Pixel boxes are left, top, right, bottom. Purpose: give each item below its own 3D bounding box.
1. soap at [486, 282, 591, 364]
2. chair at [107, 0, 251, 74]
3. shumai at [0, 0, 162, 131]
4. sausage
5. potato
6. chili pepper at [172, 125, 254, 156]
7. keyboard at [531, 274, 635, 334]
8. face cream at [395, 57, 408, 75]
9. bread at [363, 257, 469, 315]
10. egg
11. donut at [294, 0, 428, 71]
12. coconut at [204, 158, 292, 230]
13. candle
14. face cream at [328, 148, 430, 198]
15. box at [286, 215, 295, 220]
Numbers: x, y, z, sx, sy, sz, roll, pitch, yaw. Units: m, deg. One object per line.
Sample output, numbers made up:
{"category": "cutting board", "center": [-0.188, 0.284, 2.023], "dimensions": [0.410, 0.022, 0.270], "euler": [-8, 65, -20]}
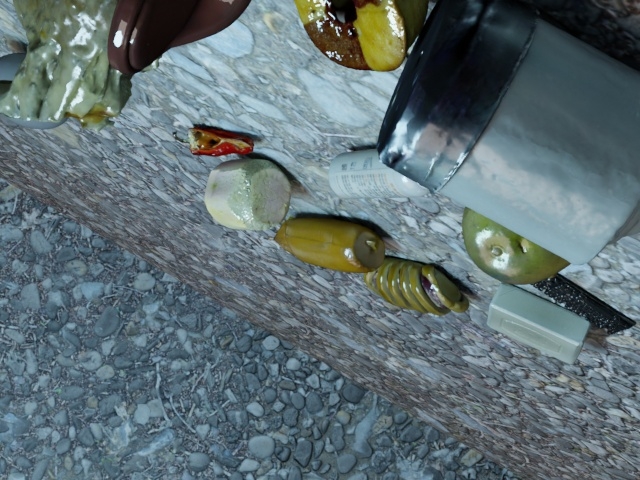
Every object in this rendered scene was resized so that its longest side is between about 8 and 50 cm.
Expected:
{"category": "soap", "center": [0.410, 0.155, 1.782], "dimensions": [0.183, 0.063, 0.121], "euler": [24, 161, 17]}
{"category": "chair", "center": [-0.290, -0.358, 1.143], "dimensions": [0.401, 0.226, 0.226], "euler": [29, 164, 0]}
{"category": "shumai", "center": [-0.391, -0.297, 1.445], "dimensions": [0.267, 0.262, 0.314], "euler": [34, 162, -18]}
{"category": "sausage", "center": [0.002, 0.005, 1.962], "dimensions": [0.112, 0.112, 0.328], "euler": [40, 162, -33]}
{"category": "potato", "center": [0.297, 0.008, 1.440], "dimensions": [0.202, 0.117, 0.182], "euler": [28, 161, 9]}
{"category": "chili pepper", "center": [-0.202, -0.192, 1.829], "dimensions": [0.050, 0.059, 0.268], "euler": [-8, -168, -43]}
{"category": "keyboard", "center": [0.434, 0.097, 1.635], "dimensions": [0.231, 0.023, 0.072], "euler": [32, 162, -7]}
{"category": "face cream", "center": [0.092, -0.236, 1.213], "dimensions": [0.115, 0.020, 0.038], "euler": [38, 163, -18]}
{"category": "bread", "center": [0.193, 0.098, 1.956], "dimensions": [0.225, 0.081, 0.134], "euler": [12, 155, 49]}
{"category": "egg", "center": [-0.610, -0.311, 1.987], "dimensions": [0.146, 0.146, 0.199], "euler": [13, 164, 45]}
{"category": "donut", "center": [0.045, -0.267, 1.039], "dimensions": [0.166, 0.073, 0.184], "euler": [58, 155, -16]}
{"category": "coconut", "center": [-0.146, -0.090, 1.859], "dimensions": [0.153, 0.147, 0.147], "euler": [8, 154, 50]}
{"category": "candle", "center": [0.242, -0.108, 0.998], "dimensions": [0.343, 0.221, 0.221], "euler": [27, 164, -2]}
{"category": "face cream", "center": [0.114, -0.105, 1.467], "dimensions": [0.082, 0.082, 0.269], "euler": [38, 161, -28]}
{"category": "box", "center": [0.002, -0.002, 2.089], "dimensions": [0.156, 0.022, 0.089], "euler": [21, 163, 28]}
